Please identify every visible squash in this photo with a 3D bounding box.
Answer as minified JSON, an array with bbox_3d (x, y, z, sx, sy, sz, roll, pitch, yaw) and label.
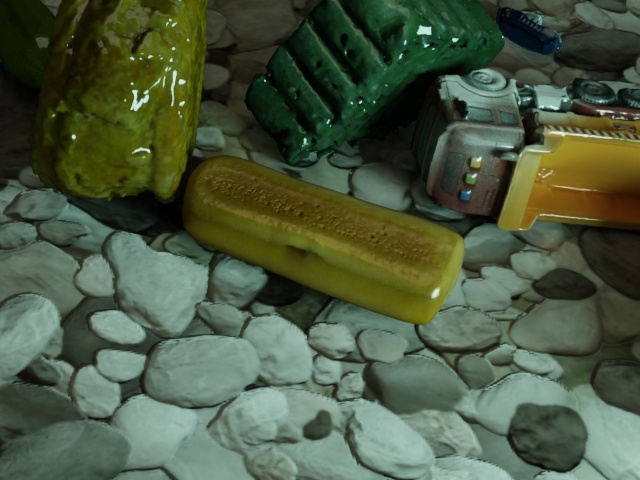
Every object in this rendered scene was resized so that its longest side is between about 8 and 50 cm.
[{"bbox_3d":[-0.290,-0.206,1.519,0.066,0.066,0.201,-15,40,-28],"label":"squash"}]

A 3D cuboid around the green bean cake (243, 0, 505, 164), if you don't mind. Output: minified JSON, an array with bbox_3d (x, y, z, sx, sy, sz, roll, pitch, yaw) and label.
[{"bbox_3d":[0.058,-0.160,1.497,0.107,0.193,0.208,51,29,20],"label":"green bean cake"}]

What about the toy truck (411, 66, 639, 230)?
[{"bbox_3d":[0.225,-0.074,1.458,0.270,0.114,0.135,5,36,-11],"label":"toy truck"}]

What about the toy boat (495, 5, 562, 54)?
[{"bbox_3d":[0.219,-0.224,1.680,0.083,0.038,0.038,34,45,24],"label":"toy boat"}]

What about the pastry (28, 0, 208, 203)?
[{"bbox_3d":[-0.168,-0.149,1.352,0.132,0.235,0.240,5,31,-2],"label":"pastry"}]

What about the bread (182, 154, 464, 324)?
[{"bbox_3d":[0.000,0.000,1.341,0.239,0.074,0.093,20,57,12],"label":"bread"}]
